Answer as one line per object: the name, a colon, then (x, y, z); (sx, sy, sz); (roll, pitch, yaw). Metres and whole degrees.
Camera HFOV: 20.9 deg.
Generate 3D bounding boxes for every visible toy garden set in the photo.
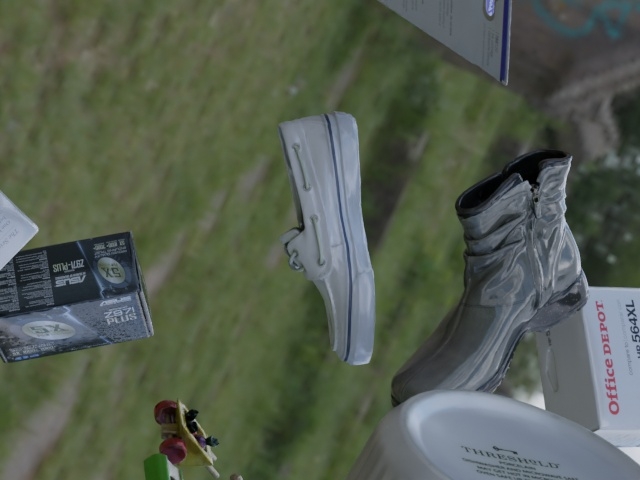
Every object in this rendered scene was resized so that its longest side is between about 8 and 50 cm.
toy garden set: (-0.083, 0.277, 1.711); (0.049, 0.244, 0.204); (-33, -145, 12)

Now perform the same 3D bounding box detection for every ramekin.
ramekin: (0.135, 0.214, 1.255); (0.273, 0.272, 0.127); (-56, 167, -70)

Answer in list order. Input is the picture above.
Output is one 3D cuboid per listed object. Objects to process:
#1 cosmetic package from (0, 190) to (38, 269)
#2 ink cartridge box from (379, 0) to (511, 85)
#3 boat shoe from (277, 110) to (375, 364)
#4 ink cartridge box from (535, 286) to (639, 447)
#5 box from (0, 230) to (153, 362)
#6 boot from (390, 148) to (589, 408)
cosmetic package: (-0.421, -0.018, 1.554); (0.224, 0.225, 0.138); (-46, -144, -9)
ink cartridge box: (0.084, -0.277, 1.490); (0.065, 0.332, 0.165); (-20, 131, -26)
boat shoe: (0.000, 0.000, 1.540); (0.083, 0.075, 0.226); (137, -52, -78)
ink cartridge box: (0.328, 0.128, 1.744); (0.086, 0.203, 0.148); (-34, -121, 57)
box: (-0.287, 0.066, 1.958); (0.147, 0.180, 0.078); (91, -12, -67)
boot: (0.135, 0.030, 1.498); (0.246, 0.083, 0.161); (-38, 127, -31)
